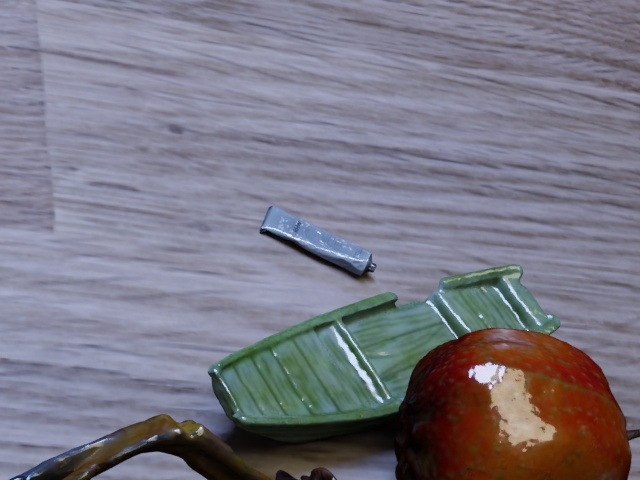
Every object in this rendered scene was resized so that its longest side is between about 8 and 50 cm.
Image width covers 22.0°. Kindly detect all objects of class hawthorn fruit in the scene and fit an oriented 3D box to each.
[{"bbox_3d":[0.143,0.134,1.081,0.194,0.157,0.157,0,50,-19],"label":"hawthorn fruit"}]

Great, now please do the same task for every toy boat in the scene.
[{"bbox_3d":[0.041,0.083,1.153,0.293,0.055,0.093,-15,59,-37],"label":"toy boat"}]

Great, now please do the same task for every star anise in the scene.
[{"bbox_3d":[-0.030,0.202,0.942,0.346,0.148,0.237,26,40,-19],"label":"star anise"}]

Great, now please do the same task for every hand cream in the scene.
[{"bbox_3d":[0.000,0.000,1.237,0.093,0.019,0.030,26,42,1],"label":"hand cream"}]
